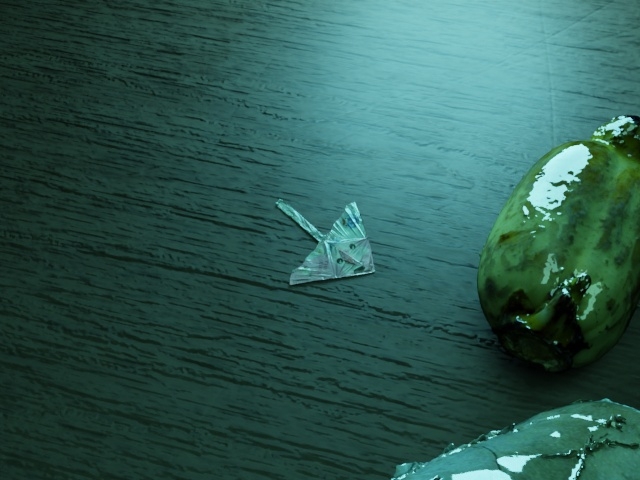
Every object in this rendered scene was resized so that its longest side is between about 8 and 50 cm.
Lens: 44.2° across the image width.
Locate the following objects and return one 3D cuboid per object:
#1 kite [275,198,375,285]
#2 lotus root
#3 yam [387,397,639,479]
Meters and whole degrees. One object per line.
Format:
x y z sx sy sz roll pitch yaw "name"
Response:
0.000 0.000 0.944 0.153 0.005 0.137 30 66 18 "kite"
0.282 -0.002 0.850 0.173 0.173 0.309 26 66 16 "lotus root"
0.150 0.268 0.620 0.348 0.241 0.241 -15 58 -36 "yam"
